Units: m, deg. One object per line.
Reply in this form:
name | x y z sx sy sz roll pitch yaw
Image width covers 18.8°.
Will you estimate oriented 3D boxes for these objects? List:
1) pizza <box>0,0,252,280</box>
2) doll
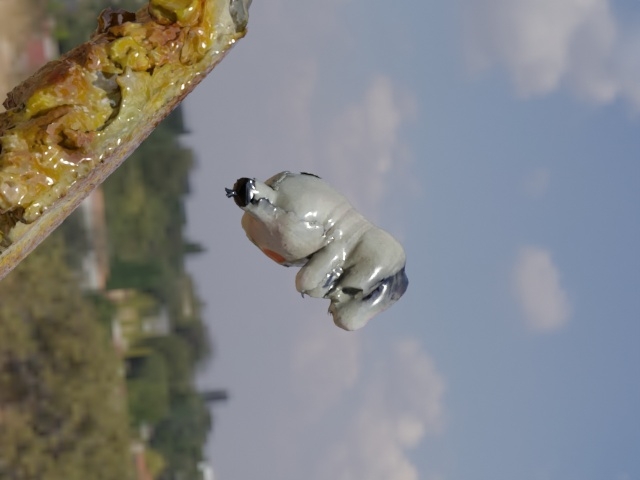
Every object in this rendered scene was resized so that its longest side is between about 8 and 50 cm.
pizza | -0.176 -0.059 1.232 0.086 0.335 0.226 47 8 -3
doll | 0.000 0.000 1.874 0.095 0.192 0.149 -53 175 20
